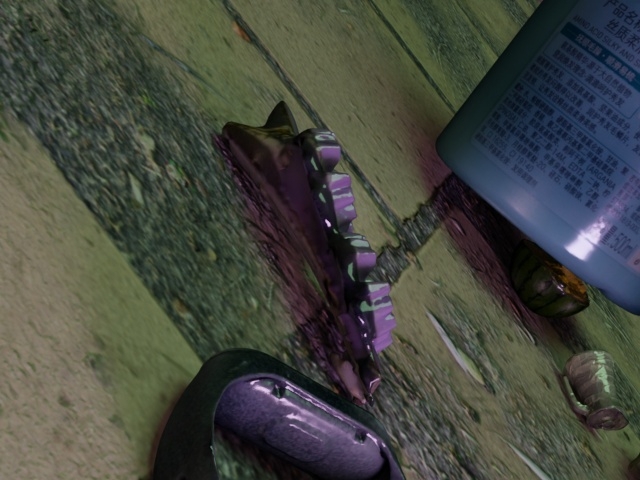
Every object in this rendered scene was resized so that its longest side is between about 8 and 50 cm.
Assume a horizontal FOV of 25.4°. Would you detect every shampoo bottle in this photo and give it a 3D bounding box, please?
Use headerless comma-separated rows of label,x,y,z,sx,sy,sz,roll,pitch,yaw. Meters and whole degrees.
shampoo bottle,0.355,-0.137,1.624,0.331,0.343,0.331,37,8,-6

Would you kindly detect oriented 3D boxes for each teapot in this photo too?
teapot,0.297,0.165,1.533,0.067,0.057,0.083,-1,50,-18

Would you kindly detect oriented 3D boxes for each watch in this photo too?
watch,-0.010,0.167,0.859,0.206,0.068,0.193,36,29,-29

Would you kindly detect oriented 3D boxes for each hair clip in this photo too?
hair clip,0.000,0.000,1.136,0.106,0.084,0.292,103,-32,-58

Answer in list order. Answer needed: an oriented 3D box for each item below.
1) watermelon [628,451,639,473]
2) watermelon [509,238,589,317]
watermelon,0.408,0.247,1.510,0.187,0.140,0.141,36,26,-42
watermelon,0.253,0.050,1.602,0.105,0.062,0.105,36,18,-14
